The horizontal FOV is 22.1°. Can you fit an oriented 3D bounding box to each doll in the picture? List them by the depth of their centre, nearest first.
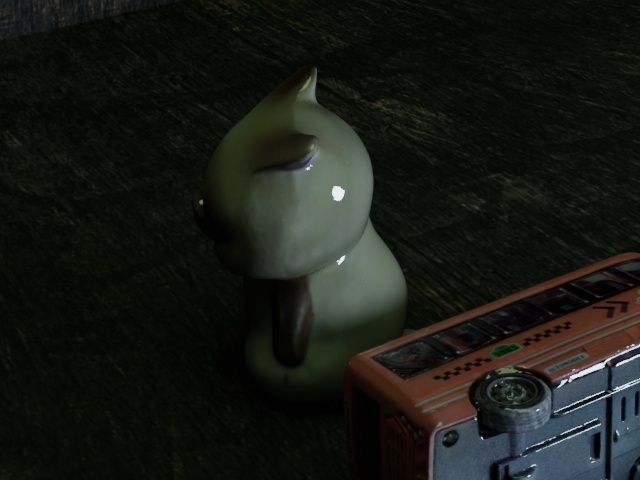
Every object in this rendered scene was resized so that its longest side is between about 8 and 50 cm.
[{"bbox_3d":[-0.020,0.018,1.838,0.226,0.370,0.215,-14,31,15],"label":"doll"}]

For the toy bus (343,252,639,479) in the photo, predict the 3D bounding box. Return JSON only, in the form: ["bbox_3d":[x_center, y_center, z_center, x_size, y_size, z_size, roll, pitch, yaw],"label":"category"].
[{"bbox_3d":[0.246,0.165,1.712,0.427,0.203,0.233,-19,32,-26],"label":"toy bus"}]
